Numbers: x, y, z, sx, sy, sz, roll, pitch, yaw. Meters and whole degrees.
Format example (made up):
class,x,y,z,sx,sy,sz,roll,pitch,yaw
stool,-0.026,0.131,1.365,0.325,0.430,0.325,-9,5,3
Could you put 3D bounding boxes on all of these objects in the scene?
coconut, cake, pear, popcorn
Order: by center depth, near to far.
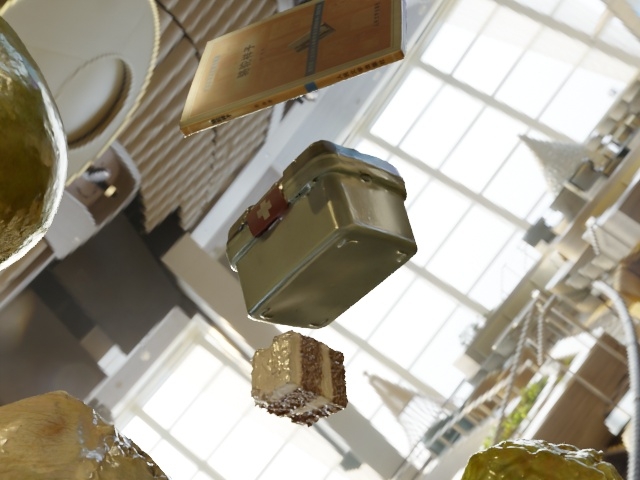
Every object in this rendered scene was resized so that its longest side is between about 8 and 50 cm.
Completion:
class,x,y,z,sx,sy,sz,roll,pitch,yaw
pear,-0.352,-0.087,0.660,0.269,0.269,0.321,-49,17,-19
coconut,-0.384,0.409,1.072,0.404,0.405,0.404,-50,-12,-14
popcorn,0.359,0.433,1.175,0.282,0.282,0.246,91,-177,-72
cake,-0.044,0.261,1.429,0.147,0.134,0.135,26,-46,-37

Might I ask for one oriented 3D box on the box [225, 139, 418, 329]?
class,x,y,z,sx,sy,sz,roll,pitch,yaw
box,0.000,0.000,0.858,0.148,0.129,0.210,14,-43,-38

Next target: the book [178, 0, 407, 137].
class,x,y,z,sx,sy,sz,roll,pitch,yaw
book,-0.027,-0.198,0.791,0.170,0.242,0.018,-84,-29,-45
